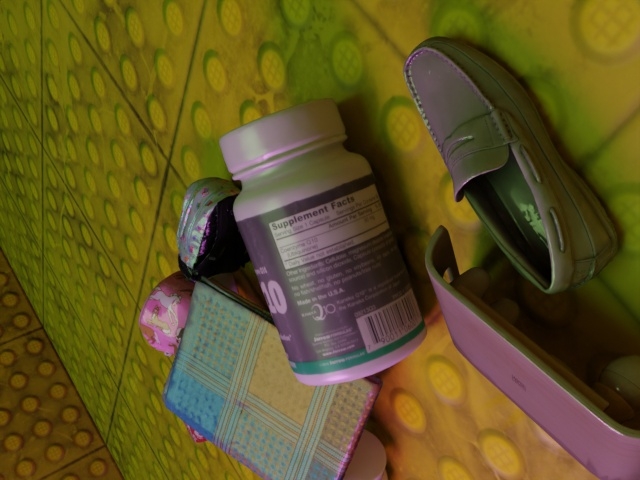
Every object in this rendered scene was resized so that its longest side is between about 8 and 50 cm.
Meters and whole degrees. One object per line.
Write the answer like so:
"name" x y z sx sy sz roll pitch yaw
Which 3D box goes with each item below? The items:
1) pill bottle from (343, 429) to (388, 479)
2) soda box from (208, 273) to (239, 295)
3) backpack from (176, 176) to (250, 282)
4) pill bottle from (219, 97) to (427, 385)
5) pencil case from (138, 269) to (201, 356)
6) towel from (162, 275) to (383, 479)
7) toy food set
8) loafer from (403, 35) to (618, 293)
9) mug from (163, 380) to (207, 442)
"pill bottle" 0.038 0.461 1.198 0.152 0.152 0.272 42 140 32
"soda box" -0.211 0.170 1.437 0.069 0.074 0.216 5 113 52
"backpack" -0.200 -0.026 1.248 0.115 0.152 0.182 32 122 28
"pill bottle" 0.000 0.000 0.930 0.204 0.204 0.361 -13 98 56
"pencil case" -0.160 0.205 1.250 0.386 0.160 0.167 26 141 26
"towel" -0.097 0.257 1.109 0.370 0.040 0.271 27 107 24
"toy food set" 0.250 0.126 0.729 0.306 0.092 0.219 43 171 33
"loafer" 0.184 -0.088 0.705 0.319 0.111 0.112 55 144 16
"mug" -0.315 0.421 1.730 0.113 0.150 0.169 -19 100 20
